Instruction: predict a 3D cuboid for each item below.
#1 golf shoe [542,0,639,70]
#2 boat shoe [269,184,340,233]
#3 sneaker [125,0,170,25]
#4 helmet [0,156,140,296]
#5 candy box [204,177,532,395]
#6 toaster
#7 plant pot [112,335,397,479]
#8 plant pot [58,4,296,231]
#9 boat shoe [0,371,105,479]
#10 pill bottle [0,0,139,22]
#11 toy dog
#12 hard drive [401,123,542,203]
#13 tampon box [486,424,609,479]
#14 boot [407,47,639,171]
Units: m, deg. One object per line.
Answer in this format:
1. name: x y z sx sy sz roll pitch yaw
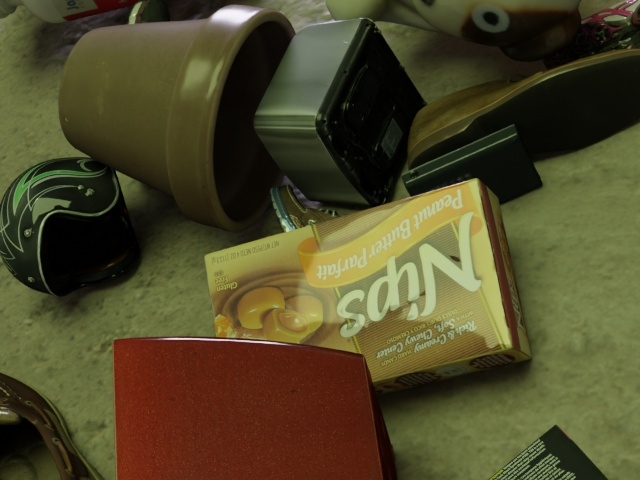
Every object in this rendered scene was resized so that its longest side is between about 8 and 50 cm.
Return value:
1. golf shoe: 0.345 -0.237 1.743 0.186 0.067 0.086 -21 12 23
2. boat shoe: 0.000 0.000 1.741 0.066 0.066 0.183 -28 57 0
3. sneaker: -0.171 -0.205 1.979 0.162 0.106 0.281 -6 57 11
4. helmet: -0.314 -0.018 1.854 0.161 0.169 0.169 -17 47 -5
5. candy box: 0.046 0.069 1.602 0.316 0.087 0.183 -15 73 17
6. toaster: 0.026 -0.137 1.760 0.110 0.168 0.186 3 57 36
7. plant pot: -0.045 0.248 1.452 0.236 0.267 0.267 -11 50 4
8. plant pot: -0.172 -0.159 1.786 0.229 0.263 0.263 13 62 20
9. boat shoe: -0.354 0.223 1.711 0.123 0.123 0.342 -43 46 -8
10. pill bottle: -0.297 -0.427 2.072 0.407 0.229 0.229 -13 49 6
11. toy dog: 0.175 -0.361 1.774 0.395 0.284 0.408 -3 33 -10
12. hard drive: 0.168 -0.066 1.673 0.135 0.094 0.022 -23 48 10
13. tampon box: 0.235 0.270 1.356 0.101 0.120 0.161 -38 47 -2
14. boot: 0.235 -0.157 1.709 0.305 0.112 0.115 -21 37 16
